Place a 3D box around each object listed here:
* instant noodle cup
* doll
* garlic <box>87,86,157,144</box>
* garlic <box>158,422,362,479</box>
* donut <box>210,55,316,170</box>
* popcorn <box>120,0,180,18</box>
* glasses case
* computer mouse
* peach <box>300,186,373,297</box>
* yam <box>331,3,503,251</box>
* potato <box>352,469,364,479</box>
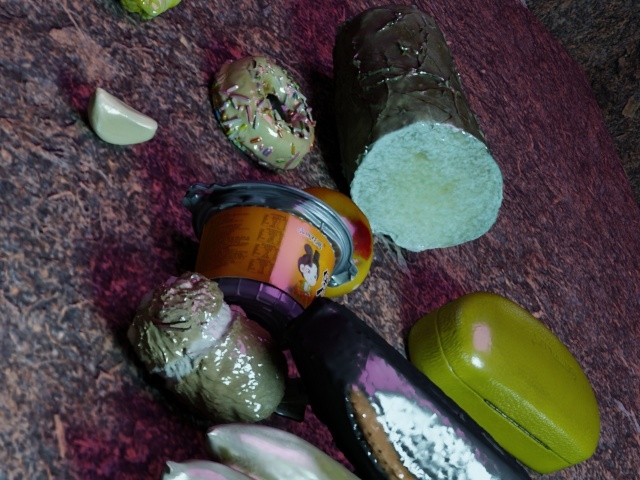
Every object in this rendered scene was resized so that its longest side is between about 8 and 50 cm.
[{"bbox_3d":[-0.063,0.038,1.063,0.208,0.177,0.125,20,53,-8],"label":"instant noodle cup"},{"bbox_3d":[-0.093,0.122,0.979,0.221,0.105,0.115,47,3,-32],"label":"doll"},{"bbox_3d":[-0.217,-0.130,1.081,0.083,0.053,0.041,26,43,-34],"label":"garlic"},{"bbox_3d":[-0.030,0.309,0.849,0.325,0.132,0.279,29,40,-27],"label":"garlic"},{"bbox_3d":[-0.070,-0.176,1.357,0.174,0.068,0.174,40,31,-31],"label":"donut"},{"bbox_3d":[-0.211,-0.347,1.241,0.145,0.126,0.126,-26,69,-36],"label":"popcorn"},{"bbox_3d":[0.287,0.199,1.494,0.371,0.141,0.173,39,33,-34],"label":"glasses case"},{"bbox_3d":[0.080,0.188,0.975,0.323,0.116,0.183,43,-2,-14],"label":"computer mouse"},{"bbox_3d":[0.000,0.000,1.237,0.138,0.138,0.138,40,33,-32],"label":"peach"},{"bbox_3d":[0.133,-0.183,1.534,0.241,0.241,0.348,32,35,-41],"label":"yam"},{"bbox_3d":[0.104,0.320,1.107,0.255,0.112,0.269,33,33,-28],"label":"potato"}]
